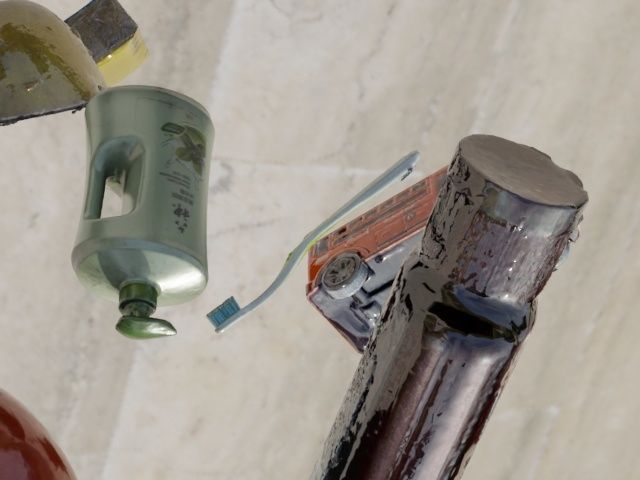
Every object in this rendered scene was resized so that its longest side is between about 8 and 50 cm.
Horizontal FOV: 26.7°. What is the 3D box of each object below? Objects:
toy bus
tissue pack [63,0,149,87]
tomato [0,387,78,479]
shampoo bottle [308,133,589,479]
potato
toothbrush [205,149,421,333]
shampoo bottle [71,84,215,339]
[{"bbox_3d":[0.147,0.001,1.665,0.329,0.153,0.143,-30,124,19],"label":"toy bus"},{"bbox_3d":[-0.303,-0.261,1.842,0.120,0.082,0.169,-37,178,-5],"label":"tissue pack"},{"bbox_3d":[-0.334,0.269,1.077,0.321,0.321,0.321,-19,126,-28],"label":"tomato"},{"bbox_3d":[0.053,0.097,0.757,0.129,0.084,0.323,-55,168,-64],"label":"shampoo bottle"},{"bbox_3d":[-0.317,-0.188,1.384,0.202,0.182,0.117,-16,106,-30],"label":"potato"},{"bbox_3d":[0.000,0.000,1.268,0.263,0.026,0.022,-39,174,-14],"label":"toothbrush"},{"bbox_3d":[-0.150,-0.019,1.152,0.118,0.234,0.087,10,141,-16],"label":"shampoo bottle"}]
